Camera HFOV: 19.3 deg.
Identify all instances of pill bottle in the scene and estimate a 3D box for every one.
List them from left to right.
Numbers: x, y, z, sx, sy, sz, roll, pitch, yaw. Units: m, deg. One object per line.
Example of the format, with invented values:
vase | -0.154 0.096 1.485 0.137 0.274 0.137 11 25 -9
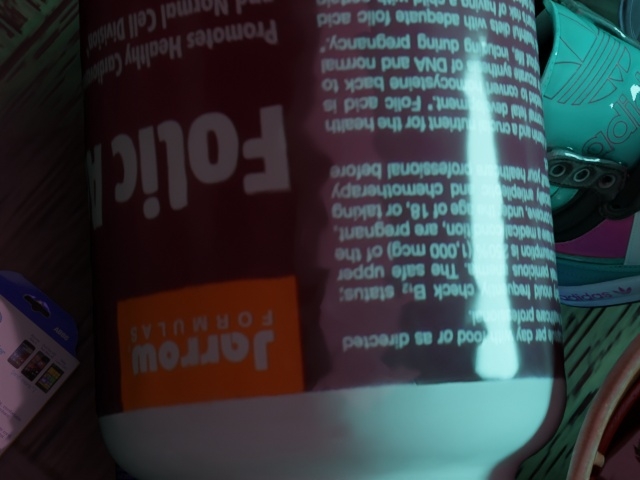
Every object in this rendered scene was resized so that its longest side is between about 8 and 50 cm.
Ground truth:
pill bottle | 0.000 0.000 0.901 0.224 0.224 0.392 -2 82 -13

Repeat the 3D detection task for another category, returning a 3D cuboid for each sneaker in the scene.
sneaker | 0.189 -0.064 0.991 0.178 0.296 0.123 36 49 -37

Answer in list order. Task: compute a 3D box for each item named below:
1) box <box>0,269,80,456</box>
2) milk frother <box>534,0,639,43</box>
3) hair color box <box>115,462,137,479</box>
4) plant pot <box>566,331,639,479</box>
box | -0.199 0.083 1.055 0.081 0.028 0.136 42 74 -5
milk frother | 0.214 -0.138 1.121 0.143 0.135 0.129 -23 113 -12
hair color box | -0.020 0.087 1.056 0.185 0.110 0.338 -1 82 -12
plant pot | 0.240 0.157 0.955 0.272 0.265 0.272 0 79 -1
